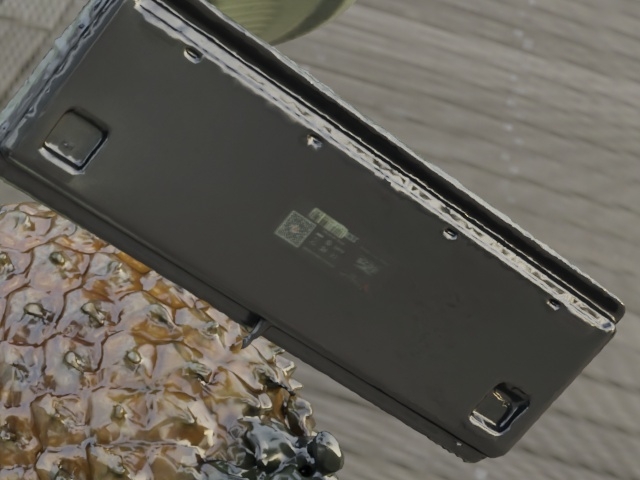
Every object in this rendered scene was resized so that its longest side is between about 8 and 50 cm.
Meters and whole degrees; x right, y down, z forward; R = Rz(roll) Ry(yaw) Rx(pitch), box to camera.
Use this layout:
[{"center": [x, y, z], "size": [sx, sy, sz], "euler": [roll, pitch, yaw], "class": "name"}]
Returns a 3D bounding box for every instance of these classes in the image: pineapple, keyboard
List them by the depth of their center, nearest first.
[{"center": [0.000, 0.000, 0.535], "size": [0.230, 0.094, 0.025], "euler": [34, 17, -25], "class": "keyboard"}, {"center": [-0.060, 0.114, 0.769], "size": [0.362, 0.202, 0.202], "euler": [21, 30, 39], "class": "pineapple"}]

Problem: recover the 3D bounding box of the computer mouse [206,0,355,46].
[{"center": [-0.006, -0.255, 0.886], "size": [0.145, 0.429, 0.228], "euler": [7, 64, -6], "class": "computer mouse"}]
